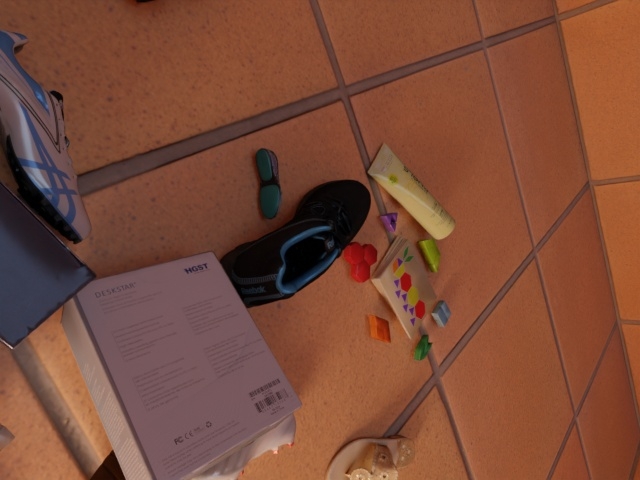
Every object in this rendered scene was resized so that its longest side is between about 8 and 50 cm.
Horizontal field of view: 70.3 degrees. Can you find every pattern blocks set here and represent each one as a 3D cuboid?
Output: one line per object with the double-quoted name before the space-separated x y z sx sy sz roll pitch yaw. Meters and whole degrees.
"pattern blocks set" 0.180 0.096 0.968 0.285 0.026 0.324 -38 112 -38

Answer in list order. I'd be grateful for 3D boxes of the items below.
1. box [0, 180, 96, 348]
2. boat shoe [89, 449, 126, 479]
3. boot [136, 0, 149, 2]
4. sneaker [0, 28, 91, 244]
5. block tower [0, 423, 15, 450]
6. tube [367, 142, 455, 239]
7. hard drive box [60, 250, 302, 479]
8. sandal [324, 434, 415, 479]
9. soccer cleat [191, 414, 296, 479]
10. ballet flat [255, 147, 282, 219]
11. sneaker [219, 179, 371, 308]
"box" -0.319 0.008 0.419 0.093 0.158 0.155 -52 120 -32
"boat shoe" -0.171 0.260 0.576 0.285 0.105 0.089 -41 116 -39
"boot" -0.184 -0.487 0.629 0.338 0.118 0.222 -47 121 -22
"sneaker" -0.304 -0.109 0.492 0.086 0.085 0.237 -32 110 -35
"block tower" -0.402 0.086 0.366 0.091 0.097 0.335 -48 118 -45
"tube" 0.197 -0.097 0.978 0.240 0.062 0.070 42 17 -20
"hard drive box" -0.162 0.142 0.527 0.181 0.089 0.232 -15 63 -42
"sandal" 0.122 0.420 0.855 0.240 0.079 0.088 8 82 -42
"soccer cleat" -0.113 0.290 0.659 0.196 0.068 0.076 -7 87 -50
"ballet flat" -0.079 -0.092 0.736 0.041 0.041 0.114 -10 95 -43
"sneaker" 0.000 0.000 0.731 0.341 0.140 0.124 -42 113 -38
